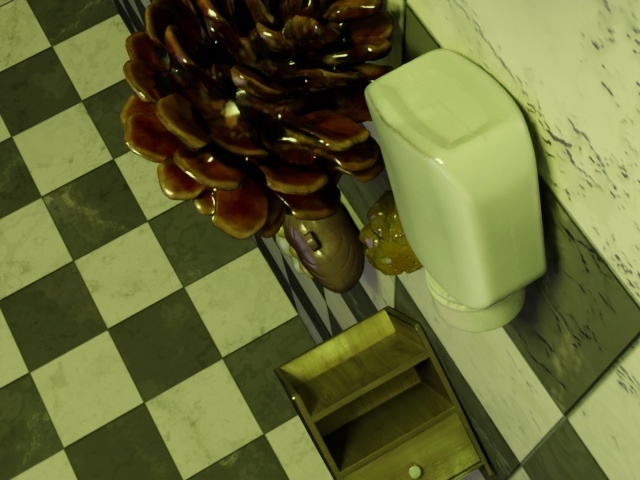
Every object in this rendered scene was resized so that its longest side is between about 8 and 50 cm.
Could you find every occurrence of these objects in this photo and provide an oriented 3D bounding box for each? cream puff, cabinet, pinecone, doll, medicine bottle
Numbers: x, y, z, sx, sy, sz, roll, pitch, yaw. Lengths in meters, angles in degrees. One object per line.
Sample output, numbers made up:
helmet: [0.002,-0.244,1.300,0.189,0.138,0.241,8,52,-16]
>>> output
cream puff: [0.072,-0.007,0.778,0.083,0.083,0.058,53,-140,-40]
cabinet: [0.077,0.224,1.107,0.215,0.175,0.148,63,172,-9]
pinecone: [-0.033,-0.112,0.607,0.207,0.208,0.208,59,172,14]
doll: [0.004,0.008,1.127,0.145,0.096,0.188,65,-175,27]
medicine bottle: [0.088,-0.020,0.560,0.119,0.069,0.183,52,167,43]
